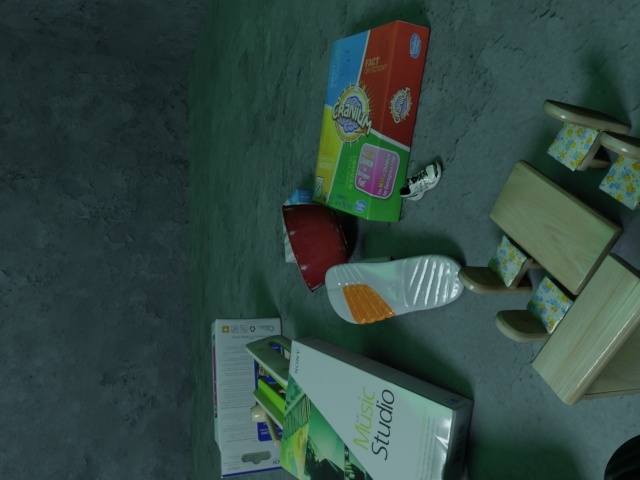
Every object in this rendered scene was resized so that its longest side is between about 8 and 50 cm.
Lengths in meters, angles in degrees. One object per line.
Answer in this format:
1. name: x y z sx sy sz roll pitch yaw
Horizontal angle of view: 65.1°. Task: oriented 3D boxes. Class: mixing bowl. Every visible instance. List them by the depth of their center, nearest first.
1. mixing bowl: 0.000 0.000 0.980 0.181 0.098 0.182 -20 -90 -86

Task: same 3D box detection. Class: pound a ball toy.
1. pound a ball toy: -0.056 0.330 1.073 0.319 0.135 0.208 8 107 65

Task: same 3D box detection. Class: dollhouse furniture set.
1. dollhouse furniture set: 0.225 0.011 0.456 0.242 0.160 0.212 -120 40 -50

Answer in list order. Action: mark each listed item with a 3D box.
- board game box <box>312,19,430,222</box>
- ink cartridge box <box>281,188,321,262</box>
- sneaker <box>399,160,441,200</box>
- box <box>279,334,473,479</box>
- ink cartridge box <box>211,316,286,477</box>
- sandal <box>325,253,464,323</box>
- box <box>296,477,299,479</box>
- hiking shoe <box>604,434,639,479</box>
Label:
1. board game box: 0.079 -0.210 0.915 0.242 0.064 0.317 -154 69 -63
2. ink cartridge box: -0.039 -0.015 1.148 0.104 0.060 0.180 140 129 -57
3. sneaker: 0.153 -0.090 0.773 0.083 0.036 0.032 125 143 -46
4. box: 0.065 0.303 0.771 0.321 0.058 0.233 11 98 46
5. ink cartridge box: -0.177 0.380 1.257 0.069 0.175 0.371 138 130 -57
6. sandal: 0.121 0.072 0.793 0.265 0.076 0.102 -11 91 43
7. box: -0.011 0.488 1.069 0.201 0.021 0.165 -123 44 -53
8. hiking shoe: 0.334 0.238 0.299 0.304 0.113 0.132 26 141 57
